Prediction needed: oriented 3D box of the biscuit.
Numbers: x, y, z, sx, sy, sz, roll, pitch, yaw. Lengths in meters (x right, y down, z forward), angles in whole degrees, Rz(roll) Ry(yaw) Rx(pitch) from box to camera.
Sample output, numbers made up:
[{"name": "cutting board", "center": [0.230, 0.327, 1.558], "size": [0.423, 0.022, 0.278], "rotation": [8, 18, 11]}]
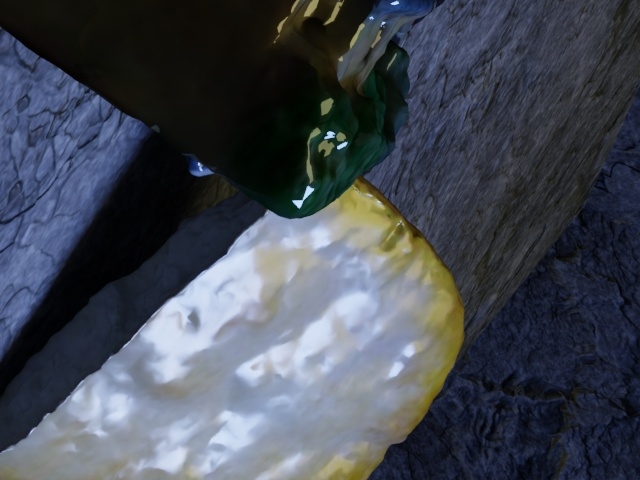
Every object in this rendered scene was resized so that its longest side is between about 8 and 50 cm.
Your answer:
[{"name": "biscuit", "center": [-0.061, 0.118, 1.823], "size": [0.429, 0.104, 0.446], "rotation": [-49, 136, 11]}]

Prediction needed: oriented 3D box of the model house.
[{"name": "model house", "center": [-0.027, -0.245, 1.130], "size": [0.342, 0.334, 0.382], "rotation": [-57, 173, 8]}]

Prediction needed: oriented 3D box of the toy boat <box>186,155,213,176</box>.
[{"name": "toy boat", "center": [-0.027, -0.158, 1.737], "size": [0.309, 0.129, 0.142], "rotation": [-48, 153, -35]}]

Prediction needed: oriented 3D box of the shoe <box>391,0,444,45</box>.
[{"name": "shoe", "center": [0.110, -0.315, 1.883], "size": [0.137, 0.114, 0.291], "rotation": [-37, 160, -41]}]
